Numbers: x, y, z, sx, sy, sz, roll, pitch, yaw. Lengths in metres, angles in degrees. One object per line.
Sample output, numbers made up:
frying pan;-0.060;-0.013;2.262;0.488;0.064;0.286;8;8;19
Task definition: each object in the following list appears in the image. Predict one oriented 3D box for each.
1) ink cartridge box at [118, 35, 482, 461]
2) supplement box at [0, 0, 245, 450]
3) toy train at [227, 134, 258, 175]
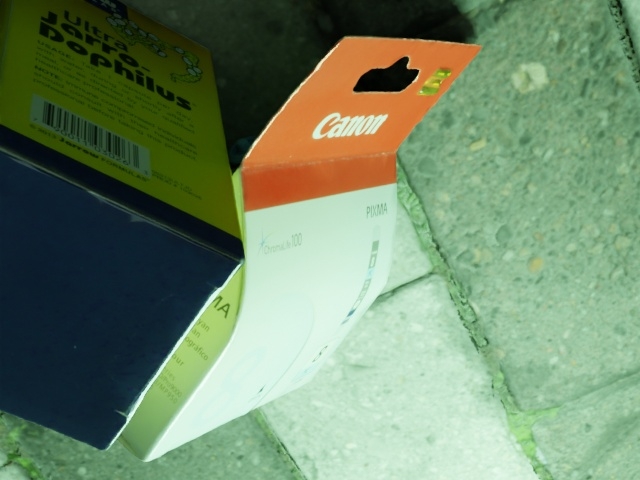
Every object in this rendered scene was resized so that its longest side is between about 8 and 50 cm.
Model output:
ink cartridge box;0.000;0.000;1.106;0.091;0.308;0.385;45;113;15
supplement box;-0.202;-0.047;0.993;0.195;0.356;0.194;26;115;-24
toy train;-0.098;-0.026;1.176;0.184;0.105;0.080;-24;123;6
